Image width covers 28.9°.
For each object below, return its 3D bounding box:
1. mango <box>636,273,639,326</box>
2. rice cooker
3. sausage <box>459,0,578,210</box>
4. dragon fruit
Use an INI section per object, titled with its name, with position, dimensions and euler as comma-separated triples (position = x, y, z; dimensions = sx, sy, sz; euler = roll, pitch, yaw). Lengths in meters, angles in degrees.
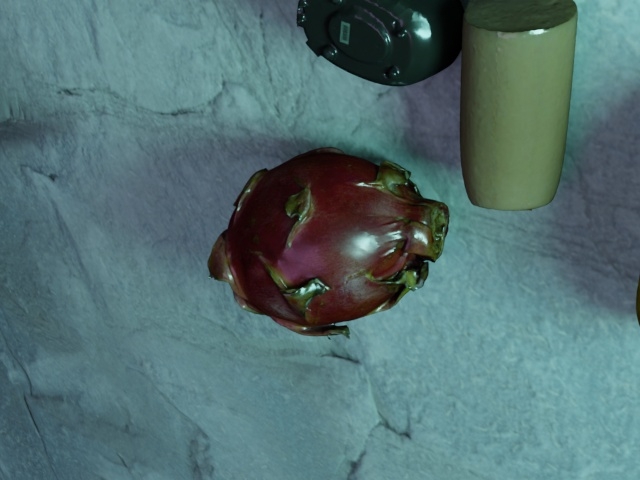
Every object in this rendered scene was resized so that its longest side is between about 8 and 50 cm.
[mango]
position = 0.408, 0.002, 1.259
dimensions = 0.144, 0.187, 0.359
euler = 22, 133, 12
[rice cooker]
position = 0.066, -0.257, 1.425
dimensions = 0.203, 0.118, 0.142
euler = 25, 133, 22
[sausage]
position = 0.216, -0.144, 1.374
dimensions = 0.123, 0.123, 0.253
euler = 20, 131, 31
[dragon fruit]
position = 0.003, 0.000, 1.585
dimensions = 0.315, 0.250, 0.250
euler = 20, 131, 40
